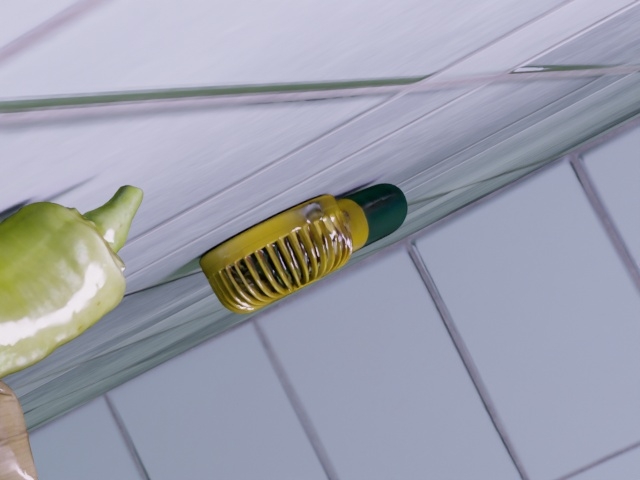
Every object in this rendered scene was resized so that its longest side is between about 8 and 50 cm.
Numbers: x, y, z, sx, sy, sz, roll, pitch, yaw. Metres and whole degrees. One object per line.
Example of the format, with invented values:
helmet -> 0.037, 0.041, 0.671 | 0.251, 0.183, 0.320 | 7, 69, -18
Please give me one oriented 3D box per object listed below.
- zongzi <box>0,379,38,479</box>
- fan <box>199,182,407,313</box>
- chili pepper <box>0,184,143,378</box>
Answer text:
zongzi -> -0.211, 0.109, 0.765 | 0.160, 0.078, 0.176 | -19, -177, -21
fan -> 0.000, 0.000, 0.989 | 0.082, 0.039, 0.155 | -30, 177, 39
chili pepper -> -0.116, 0.028, 0.421 | 0.049, 0.043, 0.208 | -13, -175, 36
